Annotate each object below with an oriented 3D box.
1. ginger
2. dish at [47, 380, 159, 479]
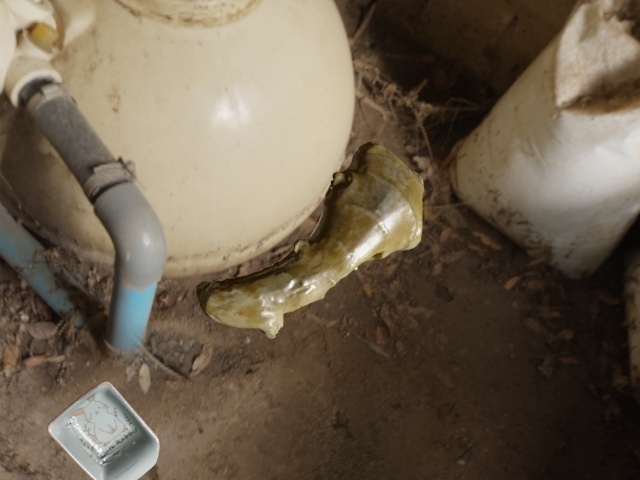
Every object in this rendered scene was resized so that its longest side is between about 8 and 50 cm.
[{"bbox_3d":[0.000,0.000,0.750,0.294,0.086,0.131,-32,111,-17],"label":"ginger"},{"bbox_3d":[-0.450,0.416,1.458,0.154,0.064,0.234,-38,110,-13],"label":"dish"}]
